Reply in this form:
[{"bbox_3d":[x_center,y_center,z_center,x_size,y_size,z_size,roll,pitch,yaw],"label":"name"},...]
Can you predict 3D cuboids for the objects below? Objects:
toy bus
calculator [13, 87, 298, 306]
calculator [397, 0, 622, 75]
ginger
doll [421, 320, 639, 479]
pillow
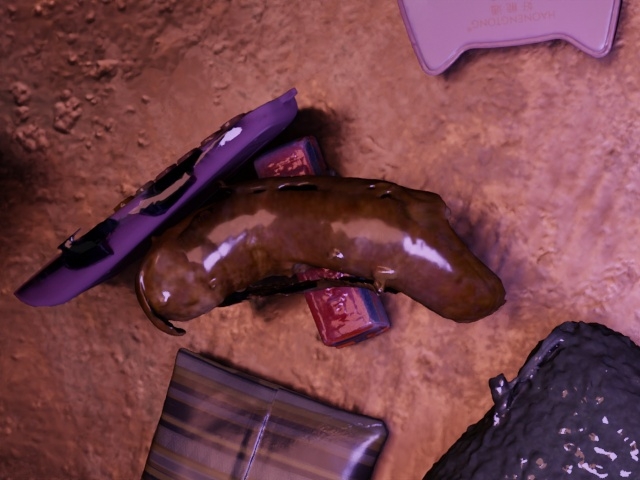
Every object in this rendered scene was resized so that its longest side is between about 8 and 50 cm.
[{"bbox_3d":[0.000,0.000,1.740,0.065,0.077,0.192,-23,83,10],"label":"toy bus"},{"bbox_3d":[-0.129,-0.038,1.718,0.294,0.194,0.043,-38,88,14],"label":"calculator"},{"bbox_3d":[0.159,-0.316,1.707,0.220,0.048,0.329,-4,96,16],"label":"calculator"},{"bbox_3d":[-0.003,0.007,1.649,0.309,0.107,0.133,-5,75,9],"label":"ginger"},{"bbox_3d":[0.188,0.242,1.614,0.247,0.247,0.349,27,89,15],"label":"doll"},{"bbox_3d":[-0.066,0.229,1.762,0.208,0.052,0.212,19,94,12],"label":"pillow"}]
